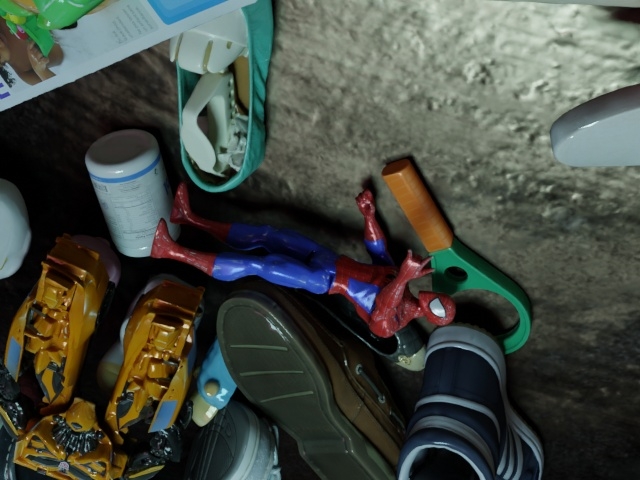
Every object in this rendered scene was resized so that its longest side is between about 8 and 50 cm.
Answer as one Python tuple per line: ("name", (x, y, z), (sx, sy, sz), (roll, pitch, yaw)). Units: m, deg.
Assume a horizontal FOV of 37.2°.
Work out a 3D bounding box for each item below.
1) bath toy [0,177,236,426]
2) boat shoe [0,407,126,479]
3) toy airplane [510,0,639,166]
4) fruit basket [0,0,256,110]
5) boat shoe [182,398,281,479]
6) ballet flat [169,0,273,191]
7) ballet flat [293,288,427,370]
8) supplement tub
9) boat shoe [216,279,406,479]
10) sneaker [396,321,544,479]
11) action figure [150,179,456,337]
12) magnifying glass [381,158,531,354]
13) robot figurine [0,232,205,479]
("bath toy", (-0.243, 0.063, 1.006), (0.348, 0.129, 0.151), (32, 89, -10))
("boat shoe", (-0.285, 0.385, 1.264), (0.156, 0.187, 0.500), (-9, 130, 22))
("toy airplane", (0.243, -0.190, 0.522), (0.386, 0.273, 0.384), (12, 159, -40))
("fruit basket", (-0.257, -0.256, 0.684), (0.353, 0.165, 0.327), (-15, 118, 31))
("boat shoe", (-0.092, 0.259, 1.082), (0.103, 0.118, 0.320), (17, 155, -9))
("ballet flat", (-0.084, -0.139, 0.781), (0.083, 0.087, 0.247), (11, 132, 13))
("ballet flat", (0.038, 0.080, 0.949), (0.173, 0.049, 0.057), (38, 133, -13))
("supplement tub", (-0.178, -0.046, 0.913), (0.071, 0.071, 0.107), (5, 132, 18))
("boat shoe", (-0.002, 0.142, 0.987), (0.110, 0.104, 0.307), (-3, 130, 35))
("sneaker", (0.152, 0.226, 0.946), (0.099, 0.153, 0.282), (-3, 135, 25))
("action figure", (0.000, 0.000, 0.849), (0.280, 0.091, 0.139), (21, 133, -2))
("magnifying glass", (0.123, 0.021, 0.884), (0.092, 0.026, 0.231), (-16, 124, 32))
("robot figurine", (-0.221, 0.139, 0.924), (0.211, 0.085, 0.291), (21, 125, -2))
